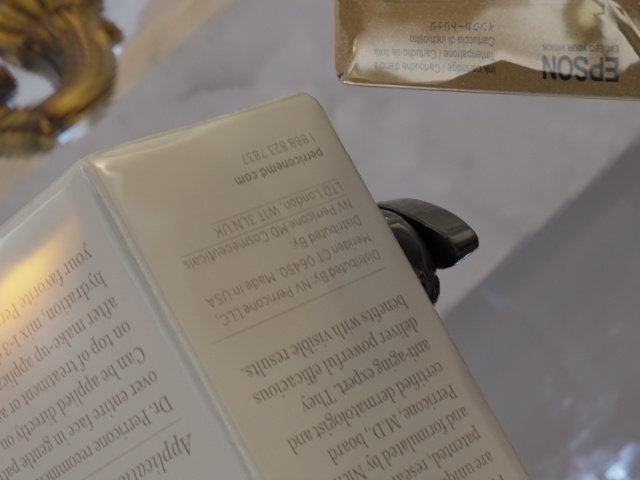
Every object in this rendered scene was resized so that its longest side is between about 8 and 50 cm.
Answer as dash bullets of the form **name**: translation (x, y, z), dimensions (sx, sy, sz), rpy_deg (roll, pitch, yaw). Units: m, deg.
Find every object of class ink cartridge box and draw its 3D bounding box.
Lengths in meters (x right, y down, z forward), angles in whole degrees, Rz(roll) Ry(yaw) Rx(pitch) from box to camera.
- **ink cartridge box**: translation (0.150, -0.115, 0.882), dimensions (0.193, 0.235, 0.088), rpy_deg (-6, -81, -36)

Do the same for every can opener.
- **can opener**: translation (0.000, 0.000, 1.042), dimensions (0.073, 0.186, 0.059), rpy_deg (-12, -70, -46)

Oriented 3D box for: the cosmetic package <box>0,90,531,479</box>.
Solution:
- **cosmetic package**: translation (-0.010, 0.189, 0.848), dimensions (0.230, 0.453, 0.161), rpy_deg (-34, -8, 41)
